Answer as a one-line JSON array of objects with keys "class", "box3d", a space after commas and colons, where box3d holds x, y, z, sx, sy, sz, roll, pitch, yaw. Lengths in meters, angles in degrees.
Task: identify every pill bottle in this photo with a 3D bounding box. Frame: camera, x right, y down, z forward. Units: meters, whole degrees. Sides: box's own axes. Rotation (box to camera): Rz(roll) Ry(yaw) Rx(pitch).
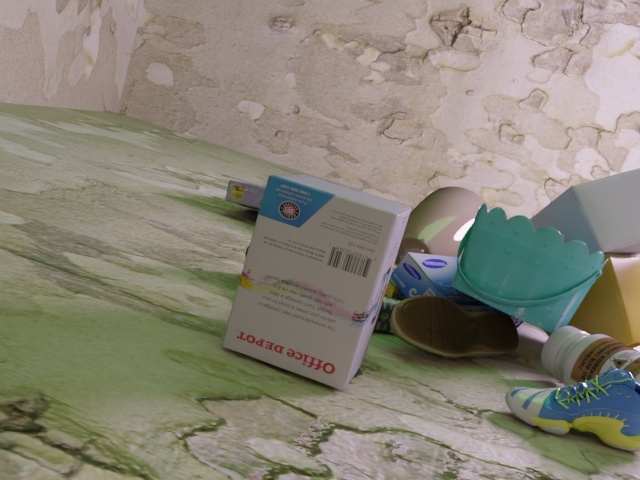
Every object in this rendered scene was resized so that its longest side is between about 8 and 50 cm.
[{"class": "pill bottle", "box3d": [0.511, 0.241, 1.397, 0.131, 0.131, 0.229, 10, 12, -31]}]

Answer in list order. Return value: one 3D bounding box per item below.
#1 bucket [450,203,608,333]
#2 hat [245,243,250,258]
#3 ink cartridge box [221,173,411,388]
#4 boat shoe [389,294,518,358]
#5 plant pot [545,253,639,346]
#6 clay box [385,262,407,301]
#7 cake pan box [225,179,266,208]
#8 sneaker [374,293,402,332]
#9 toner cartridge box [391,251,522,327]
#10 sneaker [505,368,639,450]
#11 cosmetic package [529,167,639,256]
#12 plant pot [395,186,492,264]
[{"class": "bucket", "box3d": [0.406, 0.060, 1.567, 0.281, 0.183, 0.281, 24, 2, -1]}, {"class": "hat", "box3d": [-0.059, 0.088, 1.533, 0.209, 0.172, 0.183, -5, 49, -10]}, {"class": "ink cartridge box", "box3d": [-0.001, 0.053, 1.206, 0.198, 0.269, 0.197, 19, 9, 10]}, {"class": "boat shoe", "box3d": [0.236, 0.172, 1.460, 0.303, 0.109, 0.098, 10, -25, -35]}, {"class": "plant pot", "box3d": [0.603, 0.158, 1.704, 0.212, 0.187, 0.212, -31, -22, 35]}, {"class": "clay box", "box3d": [0.181, 0.100, 1.840, 0.128, 0.053, 0.222, 12, 11, -30]}, {"class": "cake pan box", "box3d": [-0.123, -0.108, 2.279, 0.246, 0.070, 0.267, 16, 0, 9]}, {"class": "sneaker", "box3d": [0.071, 0.123, 1.510, 0.229, 0.086, 0.132, 22, 1, -36]}, {"class": "toner cartridge box", "box3d": [0.329, 0.117, 1.772, 0.348, 0.075, 0.165, 6, 37, -46]}, {"class": "sneaker", "box3d": [0.418, 0.244, 1.234, 0.240, 0.126, 0.091, 15, 19, -8]}, {"class": "cosmetic package", "box3d": [0.589, 0.011, 1.839, 0.230, 0.161, 0.453, -14, -17, -21]}, {"class": "plant pot", "box3d": [0.305, 0.011, 2.074, 0.257, 0.256, 0.274, 22, 28, 27]}]
